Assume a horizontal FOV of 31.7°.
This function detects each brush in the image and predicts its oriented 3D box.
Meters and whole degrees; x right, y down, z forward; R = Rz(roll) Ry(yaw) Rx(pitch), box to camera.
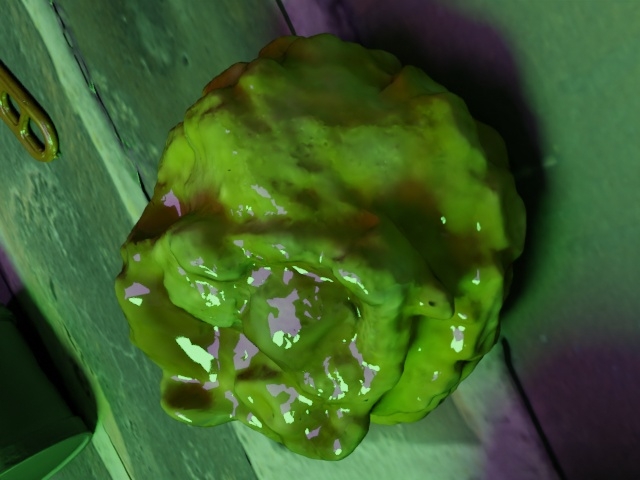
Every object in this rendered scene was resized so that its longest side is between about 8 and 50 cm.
[{"bbox_3d":[-0.296,-0.173,0.874,0.314,0.017,0.090,48,142,15],"label":"brush"}]

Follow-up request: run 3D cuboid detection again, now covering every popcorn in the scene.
[{"bbox_3d":[-0.001,0.003,0.529,0.197,0.155,0.198,14,113,36],"label":"popcorn"}]

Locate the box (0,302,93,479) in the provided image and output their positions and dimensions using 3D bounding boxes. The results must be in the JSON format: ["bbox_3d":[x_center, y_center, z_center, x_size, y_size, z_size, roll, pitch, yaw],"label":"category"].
[{"bbox_3d":[-0.331,0.170,0.963,0.149,0.226,0.226,54,143,8],"label":"box"}]
